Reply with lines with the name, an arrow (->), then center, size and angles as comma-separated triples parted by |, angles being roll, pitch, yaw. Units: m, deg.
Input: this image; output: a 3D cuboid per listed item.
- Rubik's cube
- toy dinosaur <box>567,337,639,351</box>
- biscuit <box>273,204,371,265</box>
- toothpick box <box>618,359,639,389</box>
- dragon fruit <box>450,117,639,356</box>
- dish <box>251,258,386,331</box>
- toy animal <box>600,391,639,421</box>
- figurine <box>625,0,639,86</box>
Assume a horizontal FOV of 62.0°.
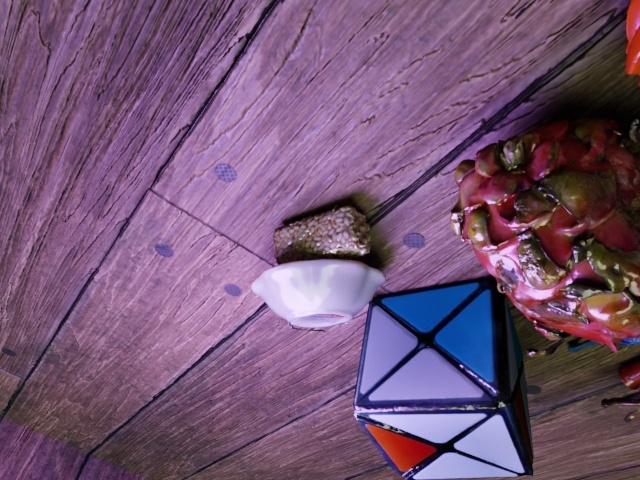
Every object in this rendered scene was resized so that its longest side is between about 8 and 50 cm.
Rubik's cube -> 0.218, 0.245, 0.925 | 0.248, 0.246, 0.250 | -11, 130, 23
toy dinosaur -> 0.486, 0.125, 0.833 | 0.144, 0.076, 0.329 | -24, 160, 5
biscuit -> 0.000, 0.000, 0.861 | 0.169, 0.082, 0.070 | -17, 155, 28
toothpick box -> 0.587, 0.232, 0.959 | 0.047, 0.047, 0.083 | 27, 134, -12
dragon fruit -> 0.298, -0.018, 0.659 | 0.291, 0.250, 0.269 | 30, 159, 5
dish -> -0.001, 0.103, 0.896 | 0.230, 0.081, 0.229 | -3, 158, -1
toy animal -> 0.623, 0.296, 0.981 | 0.241, 0.056, 0.099 | 7, 149, -22
figurine -> 0.432, -0.091, 0.474 | 0.306, 0.411, 0.241 | 3, 170, -23
